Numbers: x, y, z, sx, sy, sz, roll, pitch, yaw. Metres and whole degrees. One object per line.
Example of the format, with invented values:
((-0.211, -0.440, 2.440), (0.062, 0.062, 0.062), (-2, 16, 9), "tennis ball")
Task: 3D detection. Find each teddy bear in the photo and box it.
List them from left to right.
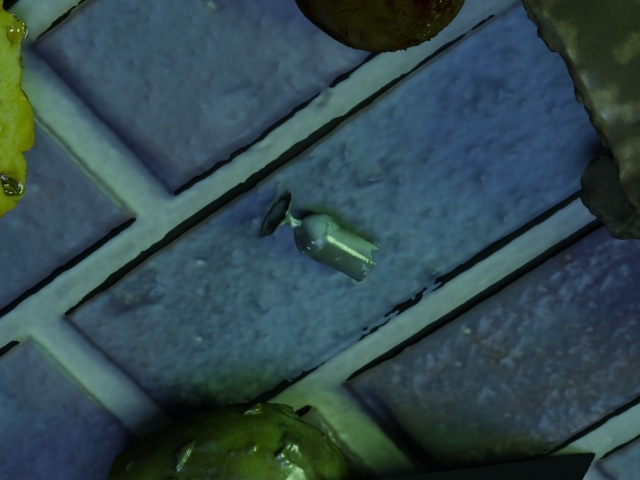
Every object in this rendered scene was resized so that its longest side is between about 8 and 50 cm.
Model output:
((0.282, -0.079, 1.247), (0.246, 0.222, 0.296), (-23, 75, 20), "teddy bear")

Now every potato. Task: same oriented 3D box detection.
((-0.103, 0.234, 1.425), (0.176, 0.141, 0.298), (41, 113, -11), "potato")

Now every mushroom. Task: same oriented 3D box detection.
((0.034, -0.177, 1.221), (0.127, 0.087, 0.127), (8, 139, 8), "mushroom")

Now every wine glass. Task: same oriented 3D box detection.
((0.000, 0.000, 1.346), (0.083, 0.039, 0.042), (29, 115, -21), "wine glass")

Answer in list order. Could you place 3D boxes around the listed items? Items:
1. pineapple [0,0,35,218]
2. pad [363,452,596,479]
((-0.282, -0.103, 1.254), (0.164, 0.140, 0.250), (-7, 104, 42), "pineapple")
((0.090, 0.234, 1.434), (0.245, 0.006, 0.170), (-2, 127, -34), "pad")
